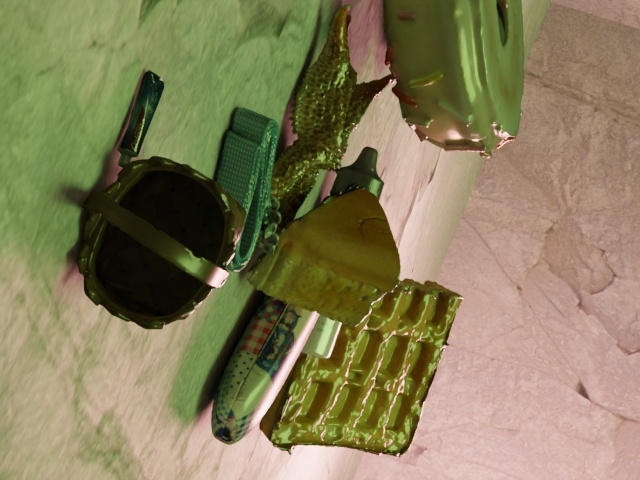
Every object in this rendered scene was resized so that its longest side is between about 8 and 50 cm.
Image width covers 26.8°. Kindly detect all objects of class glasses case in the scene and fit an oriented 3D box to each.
[{"bbox_3d":[-0.058,0.125,1.777,0.125,0.076,0.327,105,11,-54],"label":"glasses case"}]

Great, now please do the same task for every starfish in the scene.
[{"bbox_3d":[0.011,-0.139,1.662,0.301,0.084,0.294,61,51,-70],"label":"starfish"}]

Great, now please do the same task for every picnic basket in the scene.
[{"bbox_3d":[-0.134,0.002,1.095,0.138,0.128,0.178,-62,-179,-1],"label":"picnic basket"}]

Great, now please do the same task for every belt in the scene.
[{"bbox_3d":[-0.076,-0.057,1.442,0.100,0.065,0.179,-32,142,-57],"label":"belt"}]

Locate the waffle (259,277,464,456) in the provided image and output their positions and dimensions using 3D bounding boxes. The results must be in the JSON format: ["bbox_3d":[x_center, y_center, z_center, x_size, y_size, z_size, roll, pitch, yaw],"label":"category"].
[{"bbox_3d":[0.064,0.195,2.134,0.348,0.077,0.304,15,97,-47],"label":"waffle"}]

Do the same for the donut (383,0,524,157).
[{"bbox_3d":[0.173,-0.295,1.754,0.382,0.142,0.383,-3,90,-72],"label":"donut"}]

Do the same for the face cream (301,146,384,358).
[{"bbox_3d":[0.023,0.013,1.946,0.092,0.092,0.311,22,88,-79],"label":"face cream"}]

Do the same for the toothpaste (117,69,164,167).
[{"bbox_3d":[-0.151,-0.100,1.122,0.027,0.019,0.083,30,77,-54],"label":"toothpaste"}]

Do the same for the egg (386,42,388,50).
[{"bbox_3d":[0.163,-0.288,2.001,0.172,0.132,0.132,121,-7,-69],"label":"egg"}]

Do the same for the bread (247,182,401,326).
[{"bbox_3d":[0.000,0.000,1.690,0.140,0.169,0.160,-53,-155,37],"label":"bread"}]
